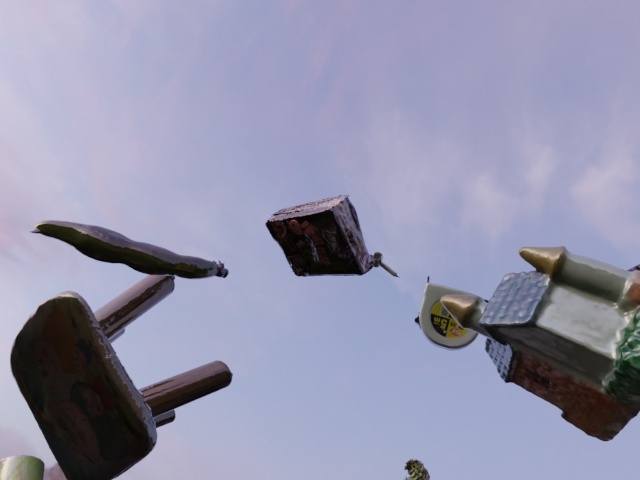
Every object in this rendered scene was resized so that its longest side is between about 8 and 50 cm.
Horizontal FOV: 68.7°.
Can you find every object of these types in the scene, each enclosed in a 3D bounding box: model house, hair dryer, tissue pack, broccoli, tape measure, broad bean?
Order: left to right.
[{"bbox_3d":[-0.270,0.023,0.709,0.297,0.060,0.043,20,-65,-30],"label":"broad bean"},{"bbox_3d":[0.000,0.000,1.468,0.332,0.123,0.245,-7,-64,48],"label":"tissue pack"},{"bbox_3d":[0.236,0.096,1.686,0.124,0.038,0.063,39,-20,19],"label":"hair dryer"},{"bbox_3d":[0.285,0.716,1.400,0.092,0.095,0.097,-14,-54,-11],"label":"broccoli"},{"bbox_3d":[0.489,0.262,1.516,0.351,0.215,0.098,14,-14,18],"label":"tape measure"},{"bbox_3d":[0.366,0.130,0.772,0.324,0.194,0.267,23,-30,27],"label":"model house"}]

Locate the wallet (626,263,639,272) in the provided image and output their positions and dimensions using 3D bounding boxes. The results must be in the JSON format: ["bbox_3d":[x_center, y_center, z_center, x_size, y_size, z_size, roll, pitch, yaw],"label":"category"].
[{"bbox_3d":[0.871,0.165,1.350,0.036,0.167,0.222,41,-46,43],"label":"wallet"}]

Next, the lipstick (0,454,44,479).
[{"bbox_3d":[-0.389,0.418,0.570,0.076,0.304,0.076,-12,-52,-16],"label":"lipstick"}]

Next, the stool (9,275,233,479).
[{"bbox_3d":[-0.376,0.246,0.872,0.310,0.226,0.310,-37,-98,32],"label":"stool"}]
